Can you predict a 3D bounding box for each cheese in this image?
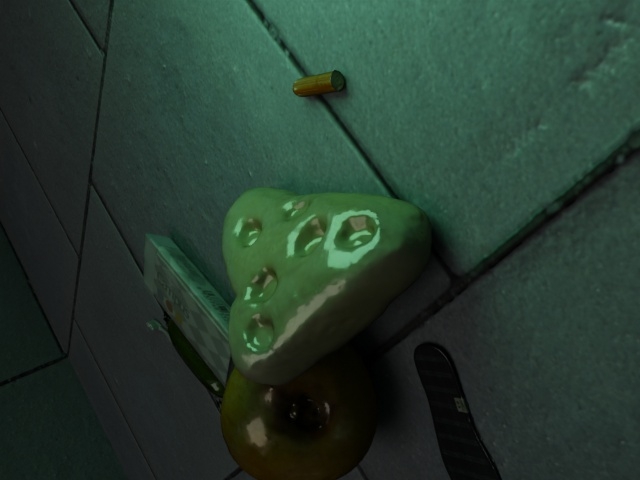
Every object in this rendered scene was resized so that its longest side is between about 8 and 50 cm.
[{"bbox_3d":[0.000,0.000,0.842,0.328,0.129,0.351,-33,44,25],"label":"cheese"}]

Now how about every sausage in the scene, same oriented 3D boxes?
[{"bbox_3d":[-0.008,-0.232,0.843,0.107,0.031,0.031,7,113,51],"label":"sausage"}]

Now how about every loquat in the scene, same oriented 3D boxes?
[{"bbox_3d":[-0.032,0.279,0.962,0.275,0.274,0.275,27,127,41],"label":"loquat"}]

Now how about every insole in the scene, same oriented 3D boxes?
[{"bbox_3d":[0.211,0.300,0.857,0.110,0.012,0.310,-10,100,54],"label":"insole"}]

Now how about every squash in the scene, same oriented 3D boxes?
[{"bbox_3d":[-0.319,0.282,1.452,0.331,0.087,0.087,43,137,30],"label":"squash"}]

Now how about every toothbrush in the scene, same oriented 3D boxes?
[{"bbox_3d":[-0.424,0.295,1.633,0.307,0.029,0.025,23,118,43],"label":"toothbrush"}]

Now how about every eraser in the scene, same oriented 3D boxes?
[{"bbox_3d":[-0.301,0.164,1.368,0.397,0.082,0.213,43,136,29],"label":"eraser"}]

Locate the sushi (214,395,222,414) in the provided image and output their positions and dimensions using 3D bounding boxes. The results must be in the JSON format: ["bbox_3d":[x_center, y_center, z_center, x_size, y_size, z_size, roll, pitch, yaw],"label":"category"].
[{"bbox_3d":[-0.175,0.478,1.397,0.192,0.040,0.210,35,146,30],"label":"sushi"}]
